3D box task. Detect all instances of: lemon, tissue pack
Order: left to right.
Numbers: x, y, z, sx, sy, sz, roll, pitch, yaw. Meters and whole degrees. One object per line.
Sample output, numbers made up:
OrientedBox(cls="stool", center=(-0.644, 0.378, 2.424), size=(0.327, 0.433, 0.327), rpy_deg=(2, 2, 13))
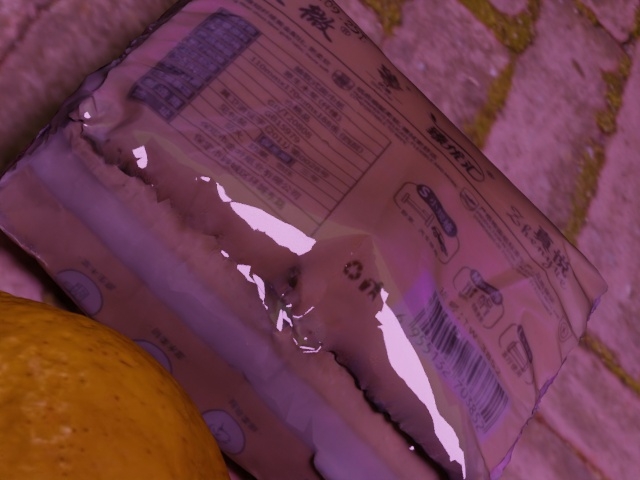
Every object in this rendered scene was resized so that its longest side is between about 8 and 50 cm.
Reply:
OrientedBox(cls="lemon", center=(-0.105, 0.116, 0.669), size=(0.170, 0.170, 0.207), rpy_deg=(25, 43, -28))
OrientedBox(cls="tissue pack", center=(0.000, 0.000, 0.889), size=(0.256, 0.123, 0.215), rpy_deg=(47, 38, -6))
